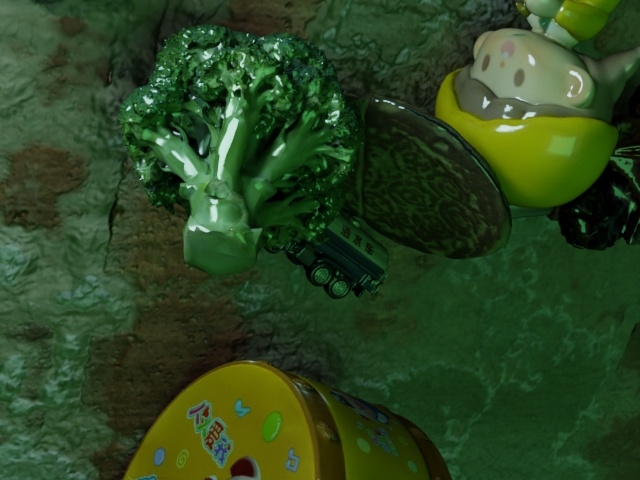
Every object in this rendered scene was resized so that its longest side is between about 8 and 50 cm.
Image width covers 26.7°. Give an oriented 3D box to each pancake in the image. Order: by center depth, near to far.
[{"bbox_3d":[0.098,-0.060,1.470,0.031,0.250,0.250,-58,135,-30],"label":"pancake"}]

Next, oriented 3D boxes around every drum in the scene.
[{"bbox_3d":[-0.058,0.357,1.531,0.214,0.431,0.431,25,108,-34],"label":"drum"}]

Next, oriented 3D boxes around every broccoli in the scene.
[{"bbox_3d":[-0.077,-0.078,1.342,0.270,0.270,0.270,4,136,4],"label":"broccoli"}]

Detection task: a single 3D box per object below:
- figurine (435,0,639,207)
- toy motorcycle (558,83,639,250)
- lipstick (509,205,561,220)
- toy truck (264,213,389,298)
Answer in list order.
[{"bbox_3d":[0.248,-0.200,1.438,0.187,0.215,0.343,8,115,-31],"label":"figurine"},{"bbox_3d":[0.444,-0.086,1.616,0.401,0.134,0.207,3,100,-35],"label":"toy motorcycle"},{"bbox_3d":[0.238,-0.047,1.629,0.186,0.063,0.057,-6,124,-13],"label":"lipstick"},{"bbox_3d":[0.000,0.000,1.541,0.202,0.074,0.088,37,96,-36],"label":"toy truck"}]
